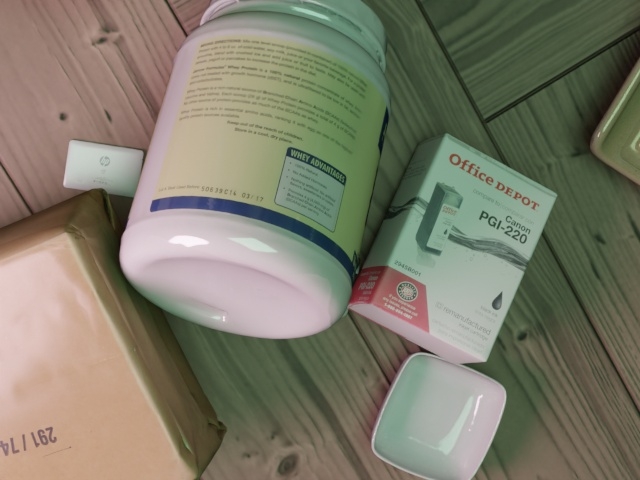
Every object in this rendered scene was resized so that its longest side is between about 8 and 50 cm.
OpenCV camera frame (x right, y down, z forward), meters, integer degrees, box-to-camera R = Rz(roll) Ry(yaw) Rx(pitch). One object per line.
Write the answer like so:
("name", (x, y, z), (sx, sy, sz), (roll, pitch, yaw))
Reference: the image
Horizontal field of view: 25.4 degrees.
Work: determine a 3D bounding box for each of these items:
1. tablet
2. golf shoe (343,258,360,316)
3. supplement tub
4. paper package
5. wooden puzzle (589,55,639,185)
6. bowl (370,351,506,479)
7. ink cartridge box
("tablet", (-0.243, -0.080, 1.588), (0.083, 0.006, 0.054), (8, 96, -13))
("golf shoe", (0.000, 0.000, 1.623), (0.094, 0.077, 0.198), (3, 96, -34))
("supplement tub", (-0.057, -0.086, 1.459), (0.235, 0.235, 0.325), (19, 65, -13))
("paper package", (-0.315, 0.150, 1.481), (0.325, 0.168, 0.309), (-23, 101, 11))
("wooden puzzle", (0.520, -0.165, 1.697), (0.348, 0.080, 0.322), (31, 91, -18))
("bowl", (0.135, 0.208, 1.678), (0.142, 0.053, 0.142), (23, 92, -13))
("ink cartridge box", (0.150, 0.010, 1.611), (0.158, 0.092, 0.218), (27, 76, -13))
